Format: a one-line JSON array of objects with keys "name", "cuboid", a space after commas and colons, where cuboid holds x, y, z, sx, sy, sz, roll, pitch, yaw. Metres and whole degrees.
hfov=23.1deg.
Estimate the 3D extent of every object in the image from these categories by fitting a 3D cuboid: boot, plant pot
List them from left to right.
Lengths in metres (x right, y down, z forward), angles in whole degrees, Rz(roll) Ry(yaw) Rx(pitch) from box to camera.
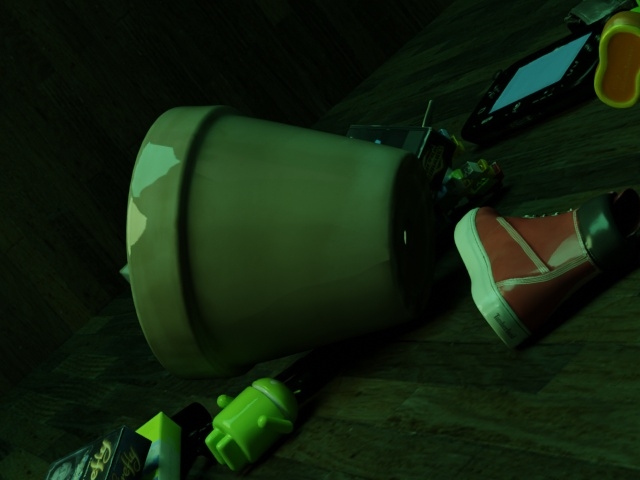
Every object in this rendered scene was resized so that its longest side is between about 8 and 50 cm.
[{"name": "plant pot", "cuboid": [-0.025, -0.001, 1.784, 0.280, 0.323, 0.323, -2, 24, 18]}, {"name": "boot", "cuboid": [0.226, -0.005, 1.517, 0.176, 0.088, 0.244, -37, 18, 10]}, {"name": "boot", "cuboid": [0.463, -0.393, 2.357, 0.229, 0.091, 0.263, -37, 12, 9]}]

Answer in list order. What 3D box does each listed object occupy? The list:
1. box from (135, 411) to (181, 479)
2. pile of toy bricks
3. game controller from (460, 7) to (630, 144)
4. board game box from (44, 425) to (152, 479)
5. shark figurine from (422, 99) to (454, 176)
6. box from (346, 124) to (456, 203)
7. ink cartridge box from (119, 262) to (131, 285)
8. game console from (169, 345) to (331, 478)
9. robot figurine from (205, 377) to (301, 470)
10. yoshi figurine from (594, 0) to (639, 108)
[{"name": "box", "cuboid": [-0.206, 0.286, 1.764, 0.109, 0.042, 0.178, -38, 27, 18]}, {"name": "pile of toy bricks", "cuboid": [0.148, -0.057, 2.041, 0.105, 0.118, 0.212, 7, -42, -45]}, {"name": "game controller", "cuboid": [0.318, -0.227, 2.215, 0.166, 0.067, 0.319, -45, 11, -29]}, {"name": "board game box", "cuboid": [-0.277, 0.335, 1.706, 0.165, 0.042, 0.243, -30, 34, 44]}, {"name": "shark figurine", "cuboid": [0.133, -0.077, 2.155, 0.278, 0.116, 0.166, -38, -27, -43]}, {"name": "box", "cuboid": [0.064, -0.037, 1.968, 0.175, 0.051, 0.220, 9, 73, 56]}, {"name": "ink cartridge box", "cuboid": [-0.185, 0.092, 2.259, 0.088, 0.193, 0.235, -41, 9, -11]}, {"name": "game console", "cuboid": [-0.131, 0.227, 1.895, 0.361, 0.044, 0.213, -35, 11, 20]}, {"name": "robot figurine", "cuboid": [-0.072, 0.199, 1.728, 0.115, 0.067, 0.101, -42, 28, -20]}, {"name": "yoshi figurine", "cuboid": [0.428, -0.267, 1.682, 0.203, 0.203, 0.362, -17, 19, 35]}]
